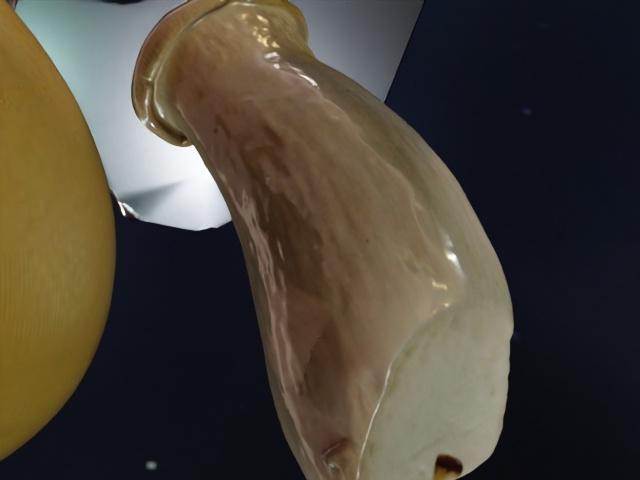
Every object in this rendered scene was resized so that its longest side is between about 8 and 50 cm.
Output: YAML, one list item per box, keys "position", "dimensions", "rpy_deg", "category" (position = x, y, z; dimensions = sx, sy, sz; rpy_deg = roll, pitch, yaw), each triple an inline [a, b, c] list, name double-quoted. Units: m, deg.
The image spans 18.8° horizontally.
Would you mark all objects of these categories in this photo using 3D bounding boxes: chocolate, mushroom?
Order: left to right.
- position: [-0.079, -0.141, 1.010]
  dimensions: [0.224, 0.206, 0.177]
  rpy_deg: [-69, -152, 19]
  category: "chocolate"
- position: [0.007, -0.003, 0.794]
  dimensions: [0.108, 0.096, 0.247]
  rpy_deg: [-47, -126, 30]
  category: "mushroom"

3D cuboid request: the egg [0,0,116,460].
- position: [-0.228, -0.025, 0.712]
  dimensions: [0.322, 0.250, 0.250]
  rpy_deg: [24, -78, 4]
  category: "egg"
